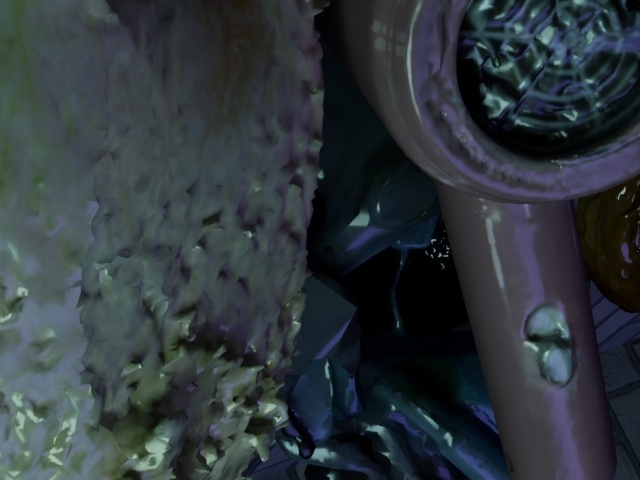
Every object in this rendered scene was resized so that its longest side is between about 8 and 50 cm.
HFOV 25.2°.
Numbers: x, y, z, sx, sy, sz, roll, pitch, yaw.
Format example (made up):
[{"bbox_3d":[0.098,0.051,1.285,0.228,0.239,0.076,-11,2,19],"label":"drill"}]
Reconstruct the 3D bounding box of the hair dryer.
[{"bbox_3d":[0.085,-0.011,0.579,0.125,0.210,0.352,-20,120,-3],"label":"hair dryer"}]

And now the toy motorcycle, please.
[{"bbox_3d":[0.025,-0.001,0.734,0.232,0.416,0.172,-32,-167,-6],"label":"toy motorcycle"}]

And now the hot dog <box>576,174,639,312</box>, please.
[{"bbox_3d":[0.399,-0.089,1.312,0.388,0.174,0.267,-30,165,5],"label":"hot dog"}]

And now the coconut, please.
[{"bbox_3d":[-0.134,-0.052,0.487,0.298,0.309,0.297,2,-165,-1],"label":"coconut"}]

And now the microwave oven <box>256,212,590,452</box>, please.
[{"bbox_3d":[0.000,0.000,0.932,0.295,0.181,0.237,-27,-173,11],"label":"microwave oven"}]
